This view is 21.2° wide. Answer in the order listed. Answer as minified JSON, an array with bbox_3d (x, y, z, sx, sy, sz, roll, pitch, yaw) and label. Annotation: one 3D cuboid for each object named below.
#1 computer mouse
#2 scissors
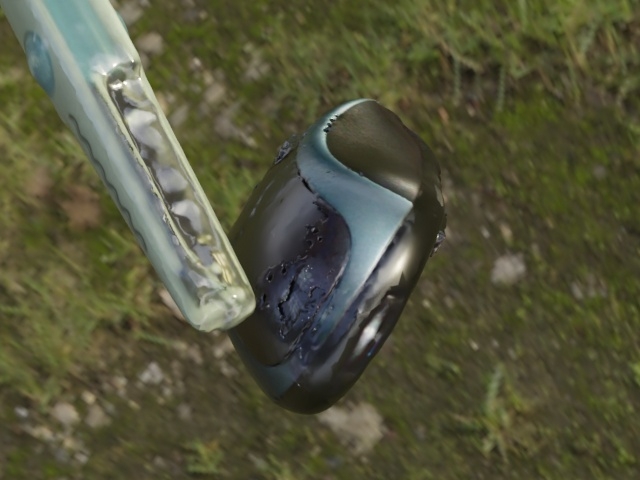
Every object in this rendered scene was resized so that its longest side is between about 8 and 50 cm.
[{"bbox_3d":[0.000,0.000,0.929,0.096,0.233,0.137,35,106,-9],"label":"computer mouse"},{"bbox_3d":[-0.104,-0.087,0.702,0.041,0.138,0.289,-23,72,-27],"label":"scissors"}]
